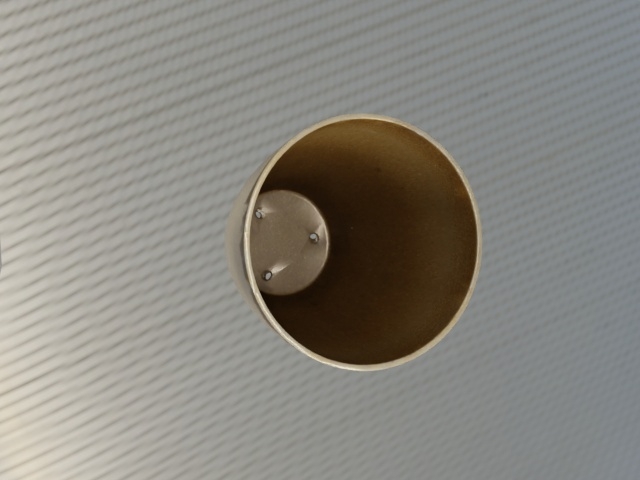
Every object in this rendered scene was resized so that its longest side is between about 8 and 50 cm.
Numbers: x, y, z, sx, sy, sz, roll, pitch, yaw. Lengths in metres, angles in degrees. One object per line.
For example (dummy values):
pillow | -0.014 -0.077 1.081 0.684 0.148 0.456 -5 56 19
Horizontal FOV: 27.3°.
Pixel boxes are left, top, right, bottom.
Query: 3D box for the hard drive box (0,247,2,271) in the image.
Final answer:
hard drive box | -0.288 -0.013 0.930 0.089 0.181 0.232 5 129 -4

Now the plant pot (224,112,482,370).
plant pot | 0.000 0.000 1.325 0.237 0.254 0.237 0 91 -20
